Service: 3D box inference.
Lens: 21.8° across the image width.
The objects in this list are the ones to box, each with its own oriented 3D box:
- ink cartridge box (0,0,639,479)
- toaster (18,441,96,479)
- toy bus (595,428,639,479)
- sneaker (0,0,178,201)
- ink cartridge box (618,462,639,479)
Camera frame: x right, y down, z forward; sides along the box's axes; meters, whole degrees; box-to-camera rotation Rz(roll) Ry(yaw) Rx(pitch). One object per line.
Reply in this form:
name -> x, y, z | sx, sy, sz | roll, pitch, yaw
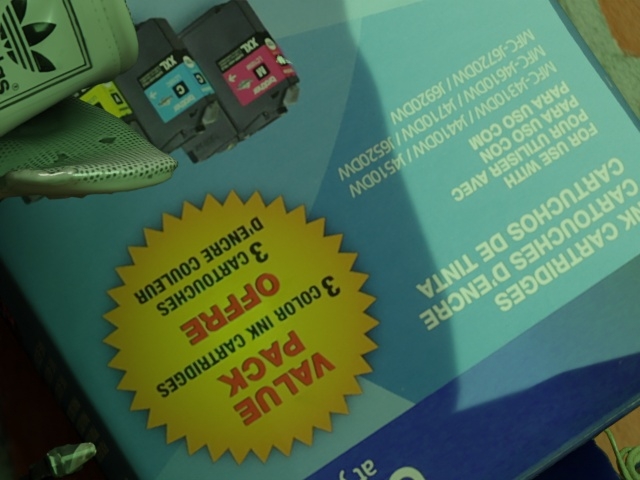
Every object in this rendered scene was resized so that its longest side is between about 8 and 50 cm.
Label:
ink cartridge box -> 0.000, 0.000, 0.740 | 0.270, 0.151, 0.395 | -33, 86, -12
toaster -> -0.184, 0.142, 0.538 | 0.168, 0.186, 0.110 | 12, 50, -36
toy bus -> 0.099, 0.032, 0.877 | 0.202, 0.104, 0.191 | 6, 33, -13
sneaker -> -0.161, -0.038, 0.488 | 0.366, 0.210, 0.137 | -102, 176, -71
ink cartridge box -> 0.161, 0.181, 0.881 | 0.143, 0.092, 0.090 | -25, 79, -48
